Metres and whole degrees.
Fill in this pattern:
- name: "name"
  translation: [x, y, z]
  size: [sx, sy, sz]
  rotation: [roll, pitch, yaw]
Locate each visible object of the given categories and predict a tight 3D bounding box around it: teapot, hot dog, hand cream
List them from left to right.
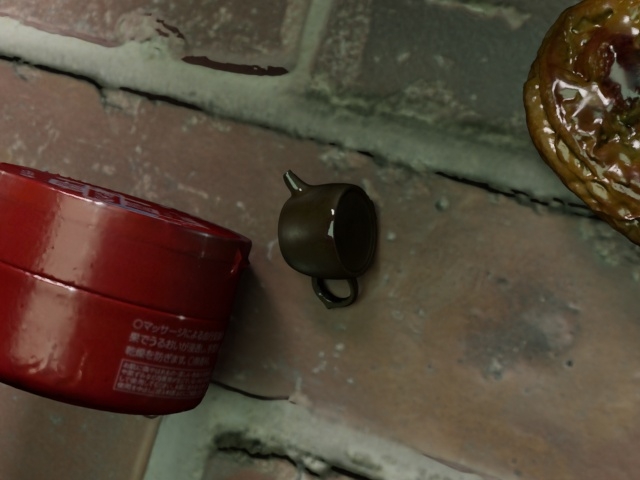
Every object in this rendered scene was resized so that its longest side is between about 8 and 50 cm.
- name: "hand cream"
  translation: [-0.175, 0.035, 1.010]
  size: [0.230, 0.230, 0.149]
  rotation: [16, 94, 21]
- name: "teapot"
  translation: [0.000, 0.000, 1.030]
  size: [0.068, 0.076, 0.121]
  rotation: [-1, 115, 30]
- name: "hot dog"
  translation: [0.246, -0.083, 0.932]
  size: [0.227, 0.099, 0.160]
  rotation: [41, 100, 16]
